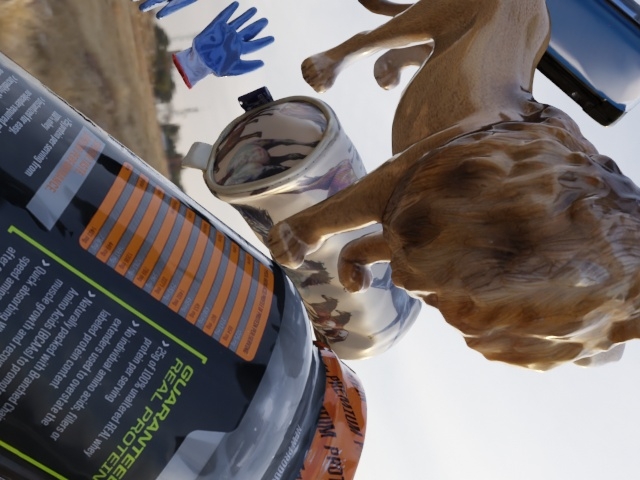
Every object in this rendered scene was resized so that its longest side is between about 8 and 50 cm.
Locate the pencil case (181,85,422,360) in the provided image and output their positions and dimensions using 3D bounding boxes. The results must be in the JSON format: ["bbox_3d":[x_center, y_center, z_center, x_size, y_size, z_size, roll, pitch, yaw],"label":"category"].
[{"bbox_3d":[0.000,0.000,1.013,0.159,0.184,0.410,-66,146,-29],"label":"pencil case"}]

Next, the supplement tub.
[{"bbox_3d":[-0.141,0.038,0.372,0.316,0.193,0.193,39,2,-19],"label":"supplement tub"}]

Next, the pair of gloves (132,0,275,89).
[{"bbox_3d":[-0.153,-0.296,1.026,0.023,0.159,0.198,-16,-73,57],"label":"pair of gloves"}]

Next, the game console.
[{"bbox_3d":[0.243,-0.273,0.791,0.293,0.250,0.173,44,-31,7],"label":"game console"}]

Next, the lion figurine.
[{"bbox_3d":[0.100,-0.089,0.550,0.240,0.142,0.391,-21,-127,37],"label":"lion figurine"}]
